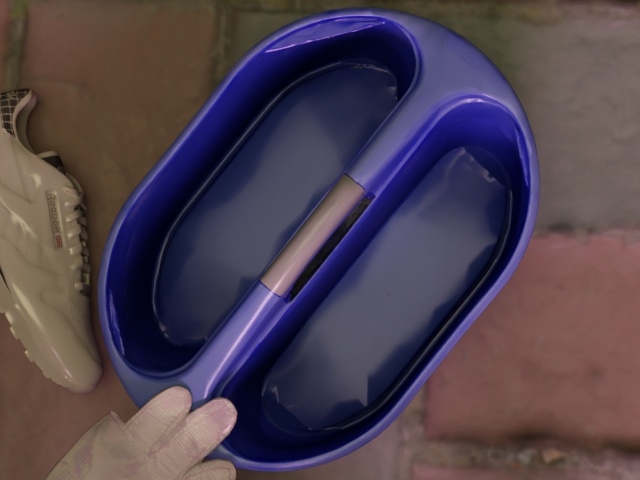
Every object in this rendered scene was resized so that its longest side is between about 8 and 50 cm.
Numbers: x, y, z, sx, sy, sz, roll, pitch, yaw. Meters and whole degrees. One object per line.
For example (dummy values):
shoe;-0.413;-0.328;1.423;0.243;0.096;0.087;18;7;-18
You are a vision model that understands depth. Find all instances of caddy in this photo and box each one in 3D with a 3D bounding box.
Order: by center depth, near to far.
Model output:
caddy;0.000;0.000;1.239;0.241;0.179;0.341;38;90;5

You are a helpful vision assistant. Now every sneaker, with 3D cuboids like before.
sneaker;-0.209;0.001;1.307;0.095;0.090;0.235;-26;86;-6

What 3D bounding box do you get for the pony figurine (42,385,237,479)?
pony figurine;-0.104;0.306;1.087;0.303;0.351;0.363;29;132;24
